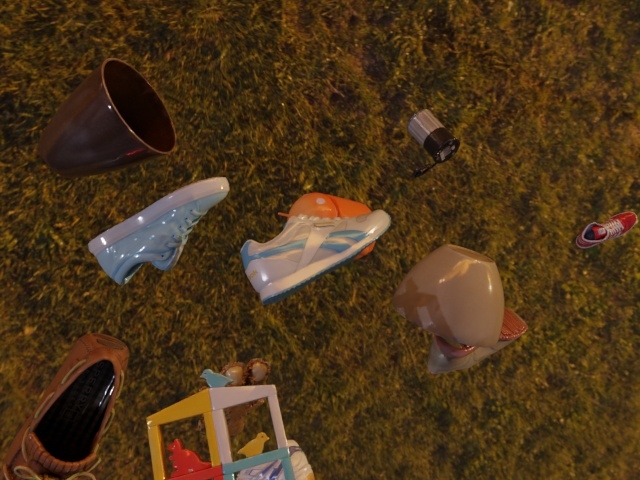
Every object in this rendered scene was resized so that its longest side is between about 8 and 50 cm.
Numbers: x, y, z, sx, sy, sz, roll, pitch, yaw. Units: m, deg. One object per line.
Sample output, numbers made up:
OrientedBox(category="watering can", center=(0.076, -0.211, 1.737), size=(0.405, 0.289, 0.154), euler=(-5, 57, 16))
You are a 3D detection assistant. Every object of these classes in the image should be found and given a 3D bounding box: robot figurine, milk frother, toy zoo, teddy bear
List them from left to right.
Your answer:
OrientedBox(category="toy zoo", center=(-0.136, 0.331, 0.717), size=(0.193, 0.293, 0.030), euler=(-13, 161, -7))
OrientedBox(category="teddy bear", center=(-0.287, 0.502, 1.636), size=(0.245, 0.113, 0.337), euler=(-19, 138, -31))
OrientedBox(category="robot figurine", center=(0.025, -0.027, 1.019), size=(0.220, 0.158, 0.128), euler=(10, 145, -41))
OrientedBox(category="milk frother", center=(0.281, -0.258, 1.377), size=(0.143, 0.134, 0.129), euler=(-27, 148, -11))

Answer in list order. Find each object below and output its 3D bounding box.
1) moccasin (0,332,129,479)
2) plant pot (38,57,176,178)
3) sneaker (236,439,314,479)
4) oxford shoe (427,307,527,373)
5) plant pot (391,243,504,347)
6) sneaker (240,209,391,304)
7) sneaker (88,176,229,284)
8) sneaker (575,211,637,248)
OrientedBox(category="moccasin", center=(-0.436, 0.349, 0.851), size=(0.139, 0.147, 0.379), euler=(33, 87, -23))
OrientedBox(category="plant pot", center=(-0.468, -0.230, 1.064), size=(0.231, 0.215, 0.215), euler=(-25, 118, 15))
OrientedBox(category="sneaker", center=(-0.161, 0.587, 1.211), size=(0.297, 0.130, 0.112), euler=(-27, 152, 2))
OrientedBox(category="oxford shoe", center=(0.464, 0.295, 1.510), size=(0.397, 0.140, 0.146), euler=(-6, 130, -33))
OrientedBox(category="plant pot", center=(0.349, 0.120, 1.285), size=(0.284, 0.284, 0.190), euler=(15, 103, -18))
OrientedBox(category="sneaker", center=(0.000, 0.000, 0.707), size=(0.229, 0.087, 0.092), euler=(-26, 79, -24))
OrientedBox(category="sneaker", center=(-0.350, -0.016, 1.172), size=(0.366, 0.135, 0.150), euler=(-28, 96, 12))
OrientedBox(category="sneaker", center=(0.559, -0.024, 0.974), size=(0.119, 0.042, 0.067), euler=(-31, 160, 14))
